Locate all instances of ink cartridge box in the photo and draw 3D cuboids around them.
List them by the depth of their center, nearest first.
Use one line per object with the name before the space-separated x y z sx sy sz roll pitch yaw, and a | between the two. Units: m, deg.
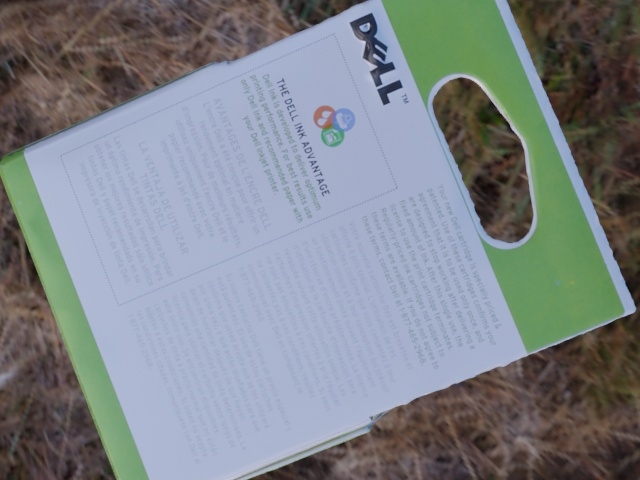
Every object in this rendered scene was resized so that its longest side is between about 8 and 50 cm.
ink cartridge box | 0.000 0.000 0.695 0.255 0.097 0.189 -23 85 9
